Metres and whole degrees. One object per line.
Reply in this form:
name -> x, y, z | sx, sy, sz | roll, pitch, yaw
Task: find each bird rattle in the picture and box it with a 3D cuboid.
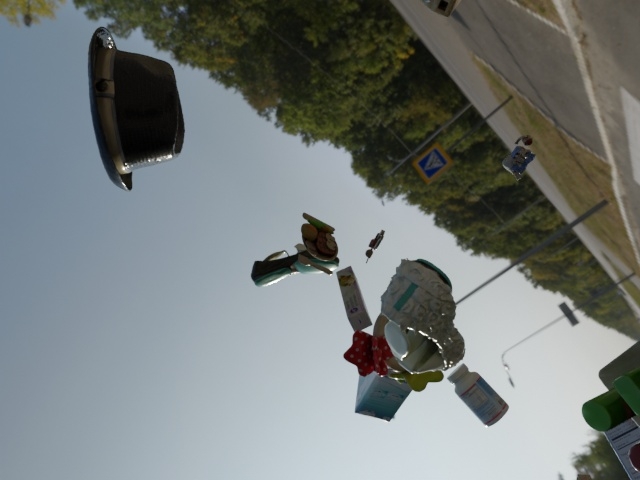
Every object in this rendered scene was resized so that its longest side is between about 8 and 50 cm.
bird rattle -> 0.181, 0.264, 1.175 | 0.253, 0.143, 0.207 | 30, -121, -21

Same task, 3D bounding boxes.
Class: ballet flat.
ballet flat -> -0.083, 0.062, 1.431 | 0.095, 0.280, 0.096 | 70, -171, -56
ballet flat -> 0.183, 0.175, 0.888 | 0.409, 0.147, 0.147 | 59, -174, -52

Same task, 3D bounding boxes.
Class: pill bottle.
pill bottle -> 0.426, 0.419, 1.278 | 0.160, 0.087, 0.087 | 48, -158, 17

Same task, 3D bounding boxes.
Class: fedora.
fedora -> -0.370, -0.272, 0.981 | 0.152, 0.334, 0.334 | -6, -136, -11

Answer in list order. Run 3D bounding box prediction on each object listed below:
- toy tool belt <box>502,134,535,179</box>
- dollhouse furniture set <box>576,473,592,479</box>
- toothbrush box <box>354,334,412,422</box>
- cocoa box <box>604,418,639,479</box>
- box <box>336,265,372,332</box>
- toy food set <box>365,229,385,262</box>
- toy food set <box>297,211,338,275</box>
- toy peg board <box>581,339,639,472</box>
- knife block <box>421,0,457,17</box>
toy tool belt -> 0.424, -0.171, 0.975 | 0.052, 0.083, 0.051 | 8, -143, -23
dollhouse furniture set -> 0.473, 0.473, 0.780 | 0.081, 0.114, 0.091 | 8, -176, 18
toothbrush box -> 0.212, 0.399, 1.477 | 0.126, 0.296, 0.216 | 15, -137, 0
cocoa box -> 0.805, 0.441, 0.952 | 0.347, 0.231, 0.228 | 21, -144, -28
box -> 0.107, 0.185, 1.556 | 0.067, 0.063, 0.324 | 62, -174, -22
toy food set -> 0.156, 0.009, 1.365 | 0.019, 0.122, 0.078 | 27, -136, 0
toy food set -> 0.000, 0.000, 1.326 | 0.132, 0.038, 0.192 | 25, -137, -22
toy peg board -> 0.247, 0.112, 0.259 | 0.079, 0.161, 0.161 | -9, -129, -26
knife block -> 0.220, -0.438, 0.707 | 0.242, 0.088, 0.276 | -7, -128, -24
